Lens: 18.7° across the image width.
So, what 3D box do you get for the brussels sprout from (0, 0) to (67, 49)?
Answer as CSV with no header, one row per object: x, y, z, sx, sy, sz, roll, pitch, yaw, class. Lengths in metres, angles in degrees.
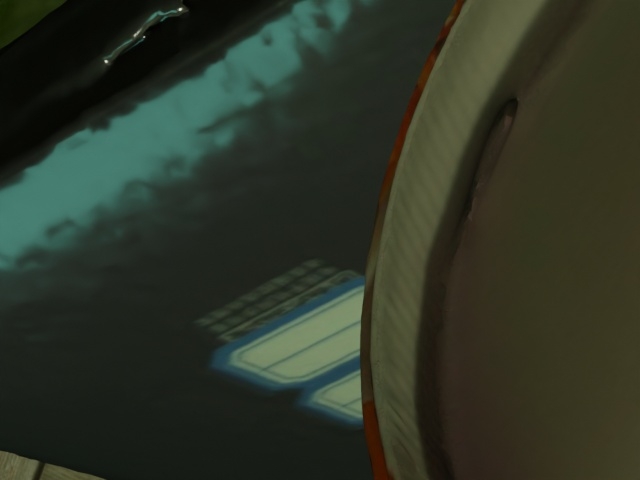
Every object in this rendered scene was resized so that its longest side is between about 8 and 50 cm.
-0.108,-0.037,0.985,0.227,0.259,0.294,28,-168,-18,brussels sprout

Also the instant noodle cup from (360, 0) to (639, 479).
0.140,0.021,0.331,0.192,0.250,0.250,29,173,-35,instant noodle cup

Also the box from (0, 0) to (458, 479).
0.000,0.000,0.768,0.359,0.091,0.350,-31,146,28,box
